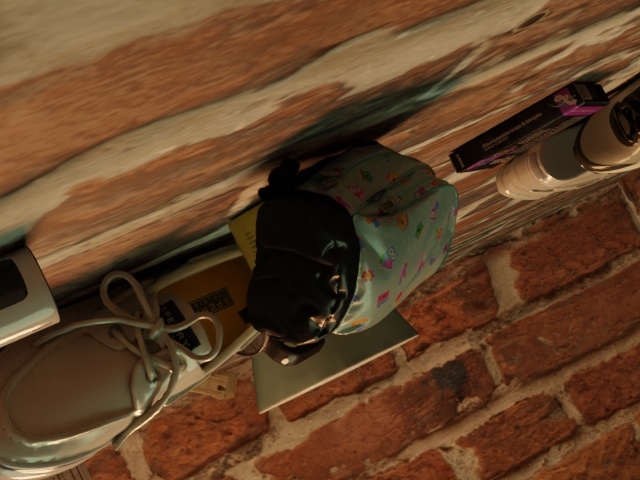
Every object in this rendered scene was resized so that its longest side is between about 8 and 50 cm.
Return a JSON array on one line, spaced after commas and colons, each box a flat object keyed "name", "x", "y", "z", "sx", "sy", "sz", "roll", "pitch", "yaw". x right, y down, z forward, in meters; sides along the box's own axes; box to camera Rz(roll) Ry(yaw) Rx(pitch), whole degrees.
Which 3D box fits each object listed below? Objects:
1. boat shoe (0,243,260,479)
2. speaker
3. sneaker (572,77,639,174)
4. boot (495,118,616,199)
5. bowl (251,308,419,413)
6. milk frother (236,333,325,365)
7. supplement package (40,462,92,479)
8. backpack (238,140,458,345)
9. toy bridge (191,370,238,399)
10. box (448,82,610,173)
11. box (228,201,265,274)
[{"name": "boat shoe", "x": -0.147, "y": 0.090, "z": 1.121, "sx": 0.367, "sy": 0.136, "sz": 0.156, "roll": -25, "pitch": 175, "yaw": -42}, {"name": "speaker", "x": -0.239, "y": 0.055, "z": 0.803, "sx": 0.136, "sy": 0.055, "sz": 0.055, "roll": -24, "pitch": 173, "yaw": -17}, {"name": "sneaker", "x": 0.410, "y": -0.172, "z": 1.511, "sx": 0.271, "sy": 0.100, "sz": 0.108, "roll": -34, "pitch": 157, "yaw": 32}, {"name": "boot", "x": 0.364, "y": -0.122, "z": 1.764, "sx": 0.258, "sy": 0.095, "sz": 0.123, "roll": -14, "pitch": 174, "yaw": -28}, {"name": "bowl", "x": -0.002, "y": 0.165, "z": 2.218, "sx": 0.311, "sy": 0.163, "sz": 0.311, "roll": -27, "pitch": 174, "yaw": -3}, {"name": "milk frother", "x": -0.050, "y": 0.096, "z": 1.848, "sx": 0.135, "sy": 0.129, "sz": 0.143, "roll": -19, "pitch": 127, "yaw": -53}, {"name": "supplement package", "x": -0.486, "y": 0.390, "z": 1.877, "sx": 0.262, "sy": 0.204, "sz": 0.145, "roll": -29, "pitch": 175, "yaw": 23}, {"name": "backpack", "x": 0.028, "y": -0.003, "z": 1.023, "sx": 0.182, "sy": 0.115, "sz": 0.152, "roll": -34, "pitch": 149, "yaw": -47}, {"name": "toy bridge", "x": -0.179, "y": 0.124, "z": 1.259, "sx": 0.188, "sy": 0.026, "sz": 0.063, "roll": 14, "pitch": -176, "yaw": 15}, {"name": "box", "x": 0.232, "y": -0.124, "z": 1.402, "sx": 0.162, "sy": 0.029, "sz": 0.116, "roll": -31, "pitch": 172, "yaw": 25}, {"name": "box", "x": 0.000, "y": 0.000, "z": 1.204, "sx": 0.058, "sy": 0.087, "sz": 0.232, "roll": -29, "pitch": 172, "yaw": 21}]
